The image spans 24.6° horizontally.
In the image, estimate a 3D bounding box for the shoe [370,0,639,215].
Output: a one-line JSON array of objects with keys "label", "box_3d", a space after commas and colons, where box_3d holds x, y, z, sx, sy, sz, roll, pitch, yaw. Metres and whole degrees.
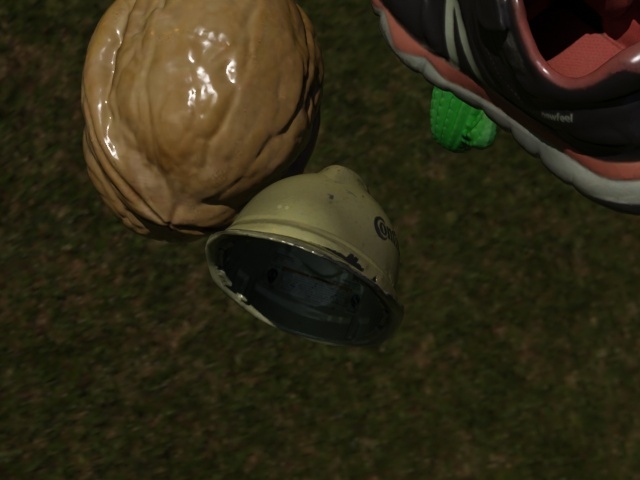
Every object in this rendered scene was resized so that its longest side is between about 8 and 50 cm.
[{"label": "shoe", "box_3d": [0.112, -0.140, 0.819, 0.114, 0.137, 0.291, -35, 56, -12]}]

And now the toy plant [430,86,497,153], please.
[{"label": "toy plant", "box_3d": [0.197, -0.230, 1.907, 0.088, 0.154, 0.240, -1, 102, -21]}]

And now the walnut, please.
[{"label": "walnut", "box_3d": [-0.130, -0.149, 1.611, 0.252, 0.277, 0.313, 41, 50, -45]}]

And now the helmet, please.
[{"label": "helmet", "box_3d": [0.002, -0.004, 1.429, 0.204, 0.257, 0.137, 21, 70, 2]}]
